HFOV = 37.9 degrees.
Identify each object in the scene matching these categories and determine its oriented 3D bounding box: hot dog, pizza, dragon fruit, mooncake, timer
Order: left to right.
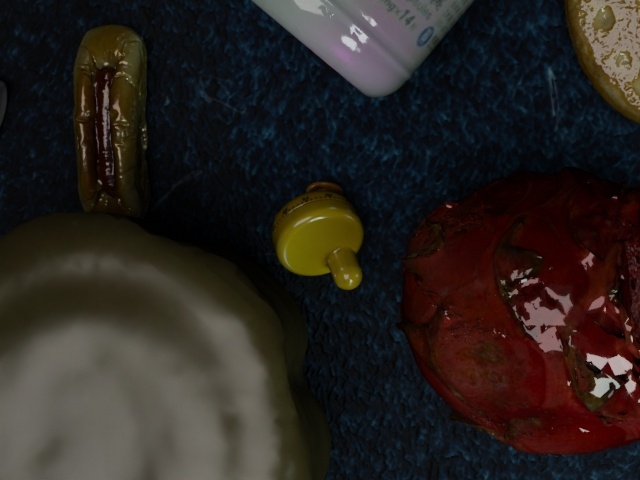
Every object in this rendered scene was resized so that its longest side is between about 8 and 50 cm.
[{"bbox_3d":[-0.250,-0.132,1.105,0.084,0.073,0.243,4,104,7],"label":"hot dog"},{"bbox_3d":[-0.220,0.196,1.020,0.467,0.262,0.467,0,84,4],"label":"mooncake"},{"bbox_3d":[0.000,0.000,1.055,0.107,0.109,0.107,-11,136,-11],"label":"timer"},{"bbox_3d":[0.229,0.064,0.922,0.301,0.295,0.296,14,107,37],"label":"dragon fruit"},{"bbox_3d":[0.318,-0.219,0.955,0.127,0.058,0.246,-33,92,19],"label":"pizza"}]

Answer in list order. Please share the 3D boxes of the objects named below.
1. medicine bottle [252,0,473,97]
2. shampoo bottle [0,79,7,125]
[{"bbox_3d":[0.065,-0.319,0.897,0.241,0.241,0.302,40,99,2],"label":"medicine bottle"},{"bbox_3d":[-0.504,-0.198,1.157,0.227,0.056,0.086,24,106,7],"label":"shampoo bottle"}]
